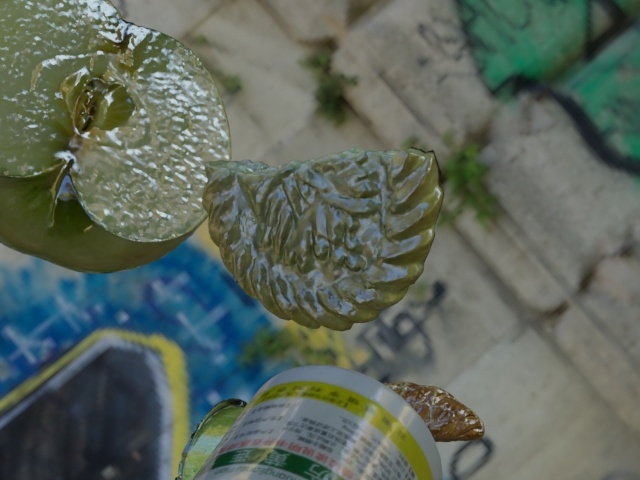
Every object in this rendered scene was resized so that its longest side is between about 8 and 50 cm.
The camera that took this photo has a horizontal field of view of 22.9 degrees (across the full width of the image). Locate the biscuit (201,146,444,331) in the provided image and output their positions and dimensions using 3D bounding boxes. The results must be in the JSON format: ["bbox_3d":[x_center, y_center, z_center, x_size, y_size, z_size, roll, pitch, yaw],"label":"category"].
[{"bbox_3d":[0.000,0.000,1.587,0.273,0.187,0.036,-6,5,30],"label":"biscuit"}]

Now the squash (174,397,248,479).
[{"bbox_3d":[-0.068,0.290,1.774,0.133,0.220,0.220,1,23,38],"label":"squash"}]

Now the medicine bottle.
[{"bbox_3d":[-0.037,0.283,1.413,0.208,0.208,0.340,-45,4,37],"label":"medicine bottle"}]

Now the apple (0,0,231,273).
[{"bbox_3d":[-0.290,-0.146,1.956,0.311,0.320,0.360,-5,42,20],"label":"apple"}]

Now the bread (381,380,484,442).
[{"bbox_3d":[0.090,0.207,1.891,0.233,0.076,0.105,-3,-12,28],"label":"bread"}]
